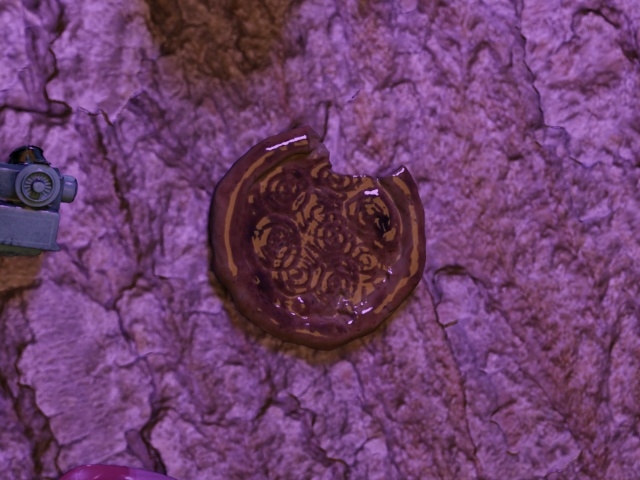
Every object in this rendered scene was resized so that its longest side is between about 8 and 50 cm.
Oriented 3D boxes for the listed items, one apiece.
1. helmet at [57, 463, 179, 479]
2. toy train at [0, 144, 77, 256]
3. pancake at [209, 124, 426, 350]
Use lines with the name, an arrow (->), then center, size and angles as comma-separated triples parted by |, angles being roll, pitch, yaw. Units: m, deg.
helmet -> -0.144, 0.328, 1.210 | 0.253, 0.154, 0.198 | 31, 84, -26
toy train -> -0.301, -0.037, 1.156 | 0.172, 0.070, 0.099 | 8, 102, -22
pancake -> 0.000, 0.000, 1.303 | 0.235, 0.029, 0.212 | 15, 90, -21
